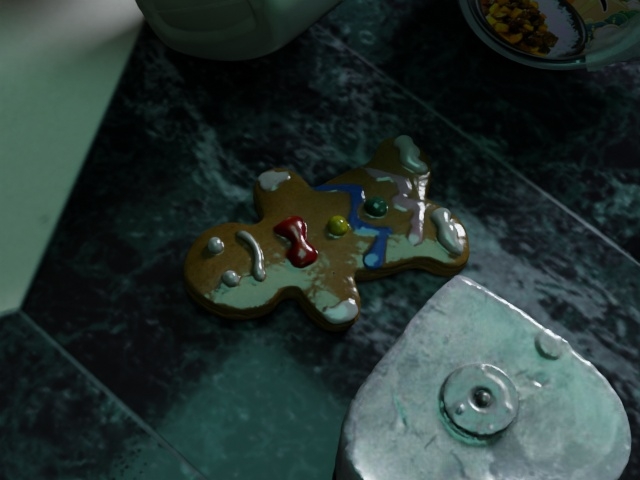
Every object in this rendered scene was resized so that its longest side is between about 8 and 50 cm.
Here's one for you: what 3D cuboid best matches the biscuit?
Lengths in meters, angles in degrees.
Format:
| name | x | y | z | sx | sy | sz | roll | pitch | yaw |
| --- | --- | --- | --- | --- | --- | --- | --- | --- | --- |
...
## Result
| name | x | y | z | sx | sy | sz | roll | pitch | yaw |
| --- | --- | --- | --- | --- | --- | --- | --- | --- | --- |
| biscuit | 0.000 | 0.000 | 0.906 | 0.205 | 0.031 | 0.138 | -18 | 64 | -11 |

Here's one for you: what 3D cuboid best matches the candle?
| name | x | y | z | sx | sy | sz | roll | pitch | yaw |
| --- | --- | --- | --- | --- | --- | --- | --- | --- | --- |
| candle | 0.101 | 0.110 | 0.828 | 0.192 | 0.068 | 0.169 | -4 | 60 | -9 |

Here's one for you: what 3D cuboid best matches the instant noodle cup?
| name | x | y | z | sx | sy | sz | roll | pitch | yaw |
| --- | --- | --- | --- | --- | --- | --- | --- | --- | --- |
| instant noodle cup | 0.192 | -0.240 | 0.979 | 0.177 | 0.208 | 0.126 | -23 | 40 | 27 |

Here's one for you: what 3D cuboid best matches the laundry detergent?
| name | x | y | z | sx | sy | sz | roll | pitch | yaw |
| --- | --- | --- | --- | --- | --- | --- | --- | --- | --- |
| laundry detergent | 0.003 | -0.254 | 0.969 | 0.280 | 0.215 | 0.105 | -44 | 115 | -24 |
